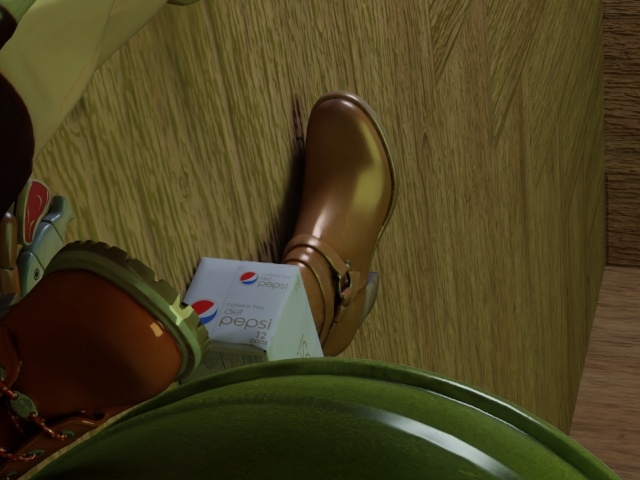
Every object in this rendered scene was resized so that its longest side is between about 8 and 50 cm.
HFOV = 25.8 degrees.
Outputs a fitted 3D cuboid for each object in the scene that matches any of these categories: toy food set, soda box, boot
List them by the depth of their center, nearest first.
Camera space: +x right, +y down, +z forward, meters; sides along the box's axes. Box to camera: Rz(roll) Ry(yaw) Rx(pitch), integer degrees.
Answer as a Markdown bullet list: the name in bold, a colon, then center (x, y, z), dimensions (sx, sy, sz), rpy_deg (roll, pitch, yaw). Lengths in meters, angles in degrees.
- **boot**: center (-0.097, 0.054, 0.461), dimensions (0.059, 0.158, 0.084), rpy_deg (46, 54, -13)
- **toy food set**: center (-0.143, 0.020, 0.651), dimensions (0.078, 0.019, 0.122), rpy_deg (65, 34, -57)
- **soda box**: center (-0.035, 0.110, 0.930), dimensions (0.216, 0.069, 0.074), rpy_deg (76, 25, -46)
- **boot**: center (0.000, 0.000, 1.013), dimensions (0.152, 0.073, 0.197), rpy_deg (-39, 128, -61)

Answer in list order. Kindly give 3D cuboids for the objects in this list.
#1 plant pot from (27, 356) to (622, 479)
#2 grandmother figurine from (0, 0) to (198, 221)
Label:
- **plant pot**: center (-0.050, 0.226, 0.426), dimensions (0.353, 0.367, 0.366), rpy_deg (7, 88, -72)
- **grandmother figurine**: center (-0.138, -0.041, 0.512), dimensions (0.207, 0.104, 0.342), rpy_deg (104, 11, -45)
